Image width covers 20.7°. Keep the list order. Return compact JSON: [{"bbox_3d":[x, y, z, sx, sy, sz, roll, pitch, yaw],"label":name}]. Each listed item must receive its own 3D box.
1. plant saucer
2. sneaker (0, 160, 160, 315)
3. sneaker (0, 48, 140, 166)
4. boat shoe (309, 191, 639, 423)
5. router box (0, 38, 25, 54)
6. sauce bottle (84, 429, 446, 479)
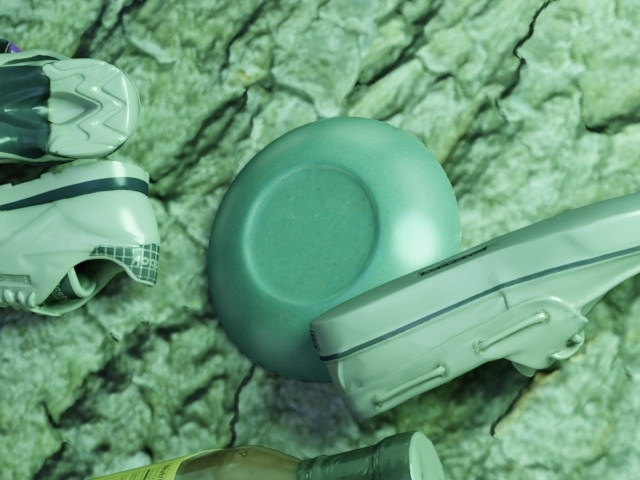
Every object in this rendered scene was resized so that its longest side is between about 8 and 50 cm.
[{"bbox_3d":[0.000,0.000,1.217,0.195,0.037,0.195,-8,71,23],"label":"plant saucer"},{"bbox_3d":[-0.228,0.014,1.292,0.235,0.090,0.095,-16,78,21],"label":"sneaker"},{"bbox_3d":[-0.247,-0.097,1.285,0.234,0.153,0.094,-4,89,-3],"label":"sneaker"},{"bbox_3d":[0.127,0.044,1.119,0.267,0.096,0.088,-22,95,9],"label":"boat shoe"},{"bbox_3d":[-0.326,-0.105,1.390,0.178,0.046,0.133,13,80,27],"label":"router box"},{"bbox_3d":[-0.085,0.198,1.154,0.344,0.111,0.111,-14,69,19],"label":"sauce bottle"}]
